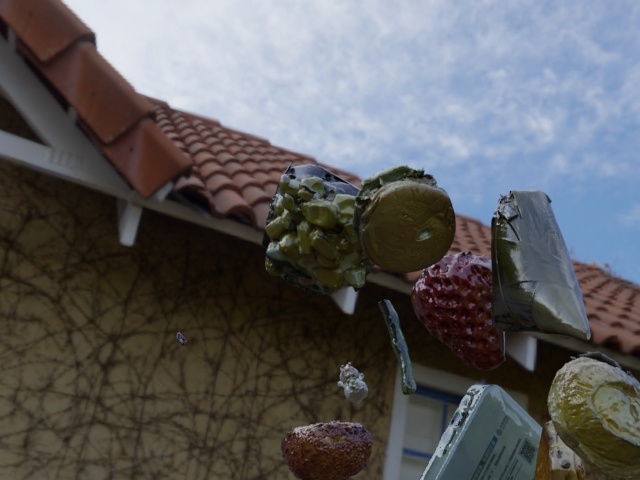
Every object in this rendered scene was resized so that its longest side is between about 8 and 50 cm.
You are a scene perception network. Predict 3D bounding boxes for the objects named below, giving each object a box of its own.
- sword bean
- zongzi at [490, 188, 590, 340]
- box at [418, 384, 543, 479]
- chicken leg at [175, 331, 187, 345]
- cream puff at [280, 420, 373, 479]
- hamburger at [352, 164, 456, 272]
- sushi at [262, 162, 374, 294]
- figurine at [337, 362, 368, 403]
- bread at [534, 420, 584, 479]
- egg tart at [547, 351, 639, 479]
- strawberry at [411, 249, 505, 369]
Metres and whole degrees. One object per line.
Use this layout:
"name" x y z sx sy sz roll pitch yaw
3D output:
"sword bean" 0.191 0.258 1.696 0.043 0.269 0.038 -7 -40 -6
"zongzi" 0.408 0.035 1.245 0.145 0.273 0.300 -2 -2 -7
"box" 0.490 0.656 1.919 0.396 0.396 0.111 45 -30 -11
"chicken leg" -0.385 0.271 1.901 0.021 0.036 0.083 -31 1 -9
"cream puff" 0.015 0.550 1.798 0.240 0.163 0.240 -8 -11 -2
"hamburger" 0.160 -0.035 1.356 0.190 0.122 0.215 -21 -63 -2
"sushi" 0.000 0.000 1.724 0.328 0.328 0.285 31 19 -4
"figurine" 0.099 0.416 2.119 0.081 0.146 0.098 -2 -49 -18
"bread" 0.569 0.574 1.639 0.099 0.234 0.210 7 19 11
"egg tart" 0.562 0.333 1.334 0.232 0.252 0.098 -12 -21 -19
"strawberry" 0.422 0.218 2.031 0.296 0.344 0.317 -9 -12 -19
